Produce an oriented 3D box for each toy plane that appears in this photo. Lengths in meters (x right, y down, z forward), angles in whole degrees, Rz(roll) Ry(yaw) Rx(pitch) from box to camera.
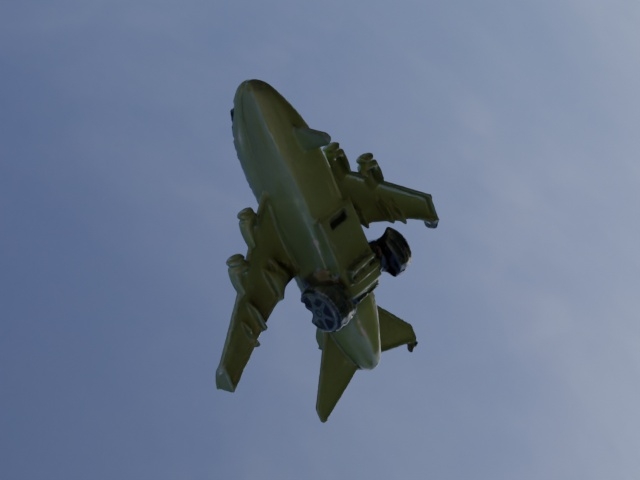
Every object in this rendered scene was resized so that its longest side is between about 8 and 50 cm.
[{"bbox_3d":[0.000,0.000,0.464,0.102,0.040,0.111,-41,-54,-37],"label":"toy plane"}]
